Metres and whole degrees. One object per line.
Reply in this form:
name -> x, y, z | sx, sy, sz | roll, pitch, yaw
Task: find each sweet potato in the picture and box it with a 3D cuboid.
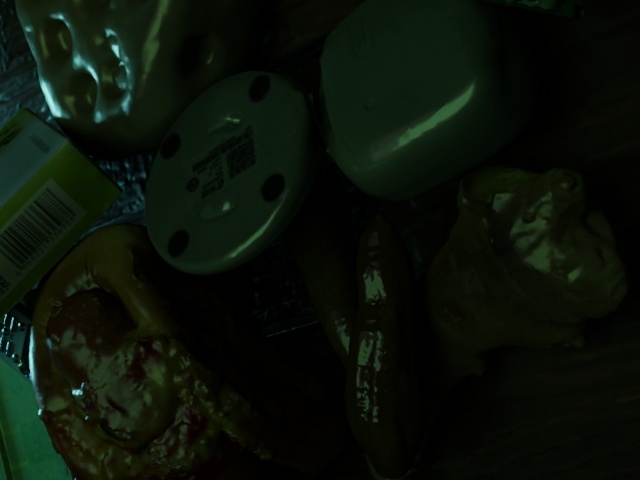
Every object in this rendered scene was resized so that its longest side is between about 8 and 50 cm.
sweet potato -> 0.042, 0.074, 0.851 | 0.053, 0.054, 0.182 | 9, 101, 62
sweet potato -> 0.002, 0.002, 0.946 | 0.059, 0.069, 0.249 | -32, 68, 24

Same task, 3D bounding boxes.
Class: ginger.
ginger -> 0.106, 0.064, 0.870 | 0.131, 0.086, 0.294 | 42, 128, 18

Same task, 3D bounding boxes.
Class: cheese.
cheese -> -0.145, -0.180, 1.018 | 0.218, 0.117, 0.235 | 47, 123, 27

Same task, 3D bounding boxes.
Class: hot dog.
hot dog -> -0.107, 0.116, 0.940 | 0.257, 0.153, 0.150 | 43, 122, -12

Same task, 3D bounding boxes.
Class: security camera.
security camera -> 0.007, -0.072, 0.884 | 0.302, 0.080, 0.157 | -28, 52, 25

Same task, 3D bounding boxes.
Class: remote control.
remote control -> -0.246, 0.075, 1.042 | 0.124, 0.018, 0.053 | 30, 111, 41

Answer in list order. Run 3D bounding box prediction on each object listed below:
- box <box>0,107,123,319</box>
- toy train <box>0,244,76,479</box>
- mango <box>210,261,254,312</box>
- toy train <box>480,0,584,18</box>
box -> -0.263, -0.016, 1.038 | 0.175, 0.062, 0.260 | -46, 23, -6
toy train -> -0.197, 0.157, 1.100 | 0.202, 0.120, 0.300 | -22, 81, 41
mango -> -0.096, 0.006, 1.019 | 0.098, 0.075, 0.190 | 20, 121, 38
toy train -> 0.067, -0.242, 0.799 | 0.270, 0.115, 0.154 | 16, 63, 23
